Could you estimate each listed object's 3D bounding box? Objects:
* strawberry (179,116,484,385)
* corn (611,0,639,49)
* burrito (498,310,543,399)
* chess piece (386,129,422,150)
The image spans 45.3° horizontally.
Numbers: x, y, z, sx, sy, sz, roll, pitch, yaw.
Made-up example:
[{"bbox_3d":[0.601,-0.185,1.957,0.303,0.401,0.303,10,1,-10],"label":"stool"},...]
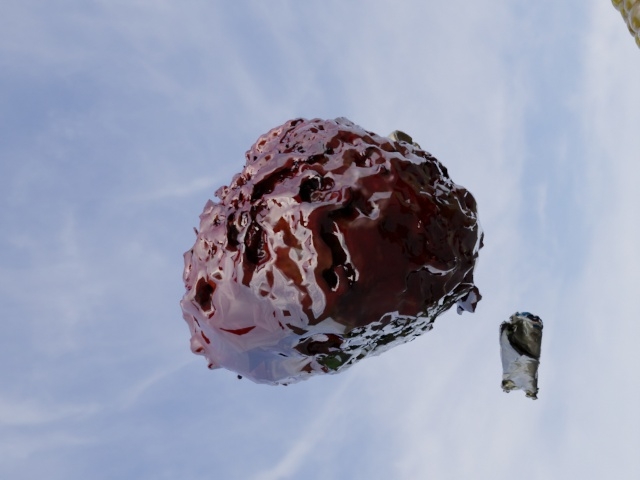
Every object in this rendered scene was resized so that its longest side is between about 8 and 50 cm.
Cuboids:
[{"bbox_3d":[0.000,0.000,0.647,0.274,0.274,0.220,1,-120,-52],"label":"strawberry"},{"bbox_3d":[0.238,-0.164,0.448,0.144,0.144,0.387,24,-141,-50],"label":"corn"},{"bbox_3d":[0.246,0.144,0.940,0.171,0.051,0.042,71,-155,-51],"label":"burrito"},{"bbox_3d":[0.070,-0.078,0.947,0.066,0.122,0.066,27,-146,-20],"label":"chess piece"}]
